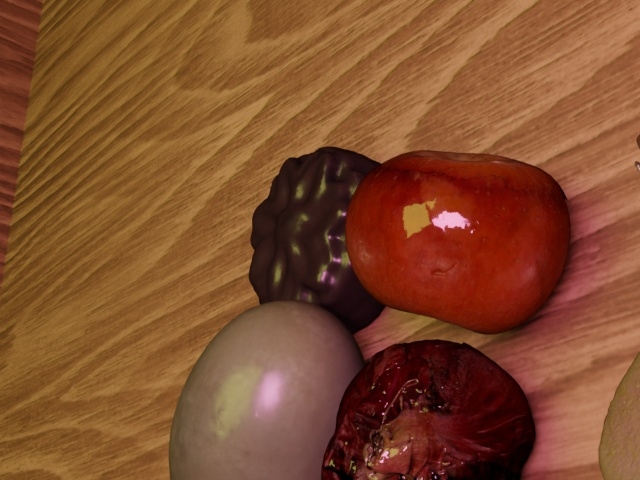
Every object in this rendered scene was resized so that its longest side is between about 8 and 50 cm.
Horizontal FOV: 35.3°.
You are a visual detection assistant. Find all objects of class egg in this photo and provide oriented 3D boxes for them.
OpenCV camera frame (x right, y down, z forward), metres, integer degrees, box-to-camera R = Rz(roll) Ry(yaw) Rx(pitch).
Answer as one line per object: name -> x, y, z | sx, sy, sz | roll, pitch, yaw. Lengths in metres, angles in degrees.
egg -> -0.067, 0.249, 1.336 | 0.258, 0.258, 0.352 | 30, 108, 53

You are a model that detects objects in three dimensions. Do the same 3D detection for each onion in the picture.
onion -> 0.107, 0.243, 1.151 | 0.221, 0.281, 0.281 | 44, 115, 8

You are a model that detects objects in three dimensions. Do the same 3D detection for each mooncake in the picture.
mooncake -> 0.000, 0.000, 1.472 | 0.283, 0.141, 0.283 | -28, 53, 45

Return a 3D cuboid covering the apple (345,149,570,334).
apple -> 0.157, -0.001, 1.181 | 0.271, 0.251, 0.206 | 12, 99, 37

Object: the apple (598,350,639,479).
apple -> 0.379, 0.145, 0.938 | 0.265, 0.120, 0.193 | -56, 22, 5

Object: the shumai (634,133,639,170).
shumai -> 0.382, -0.087, 1.015 | 0.206, 0.166, 0.175 | -47, 26, -10
